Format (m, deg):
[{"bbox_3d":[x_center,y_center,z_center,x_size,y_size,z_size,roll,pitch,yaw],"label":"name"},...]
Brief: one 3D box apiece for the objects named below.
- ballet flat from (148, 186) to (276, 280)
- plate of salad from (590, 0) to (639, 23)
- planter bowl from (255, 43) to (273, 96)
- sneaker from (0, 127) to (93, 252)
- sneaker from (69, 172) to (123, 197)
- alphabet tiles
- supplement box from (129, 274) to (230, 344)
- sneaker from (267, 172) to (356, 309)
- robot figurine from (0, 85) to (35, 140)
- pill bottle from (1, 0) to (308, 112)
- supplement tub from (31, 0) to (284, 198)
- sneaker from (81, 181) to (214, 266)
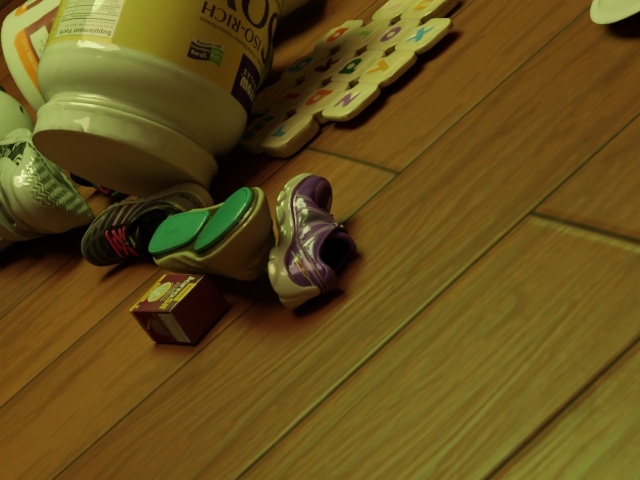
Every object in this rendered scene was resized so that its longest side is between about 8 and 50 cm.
[{"bbox_3d":[-0.085,0.002,1.520,0.086,0.086,0.248,-44,14,-18],"label":"ballet flat"},{"bbox_3d":[0.331,-0.262,1.481,0.200,0.048,0.200,-42,15,14],"label":"plate of salad"},{"bbox_3d":[-0.130,-0.231,2.018,0.162,0.162,0.109,-34,-6,7],"label":"planter bowl"},{"bbox_3d":[-0.412,-0.027,2.041,0.210,0.137,0.366,-39,16,-4],"label":"sneaker"},{"bbox_3d":[-0.266,-0.089,2.023,0.178,0.072,0.077,-12,34,50],"label":"sneaker"},{"bbox_3d":[0.031,-0.192,1.840,0.284,0.021,0.278,-43,22,-16],"label":"alphabet tiles"},{"bbox_3d":[-0.134,0.065,1.531,0.055,0.043,0.083,-47,24,-27],"label":"supplement box"},{"bbox_3d":[0.000,0.000,1.457,0.071,0.068,0.170,-14,36,15],"label":"sneaker"},{"bbox_3d":[-0.537,-0.119,2.357,0.278,0.209,0.173,-20,-9,37],"label":"robot figurine"},{"bbox_3d":[-0.213,-0.309,2.184,0.392,0.224,0.224,-30,22,17],"label":"pill bottle"},{"bbox_3d":[-0.176,-0.232,1.819,0.241,0.241,0.331,-5,64,54],"label":"supplement tub"},{"bbox_3d":[-0.198,-0.008,1.754,0.170,0.063,0.075,-20,20,26],"label":"sneaker"}]
